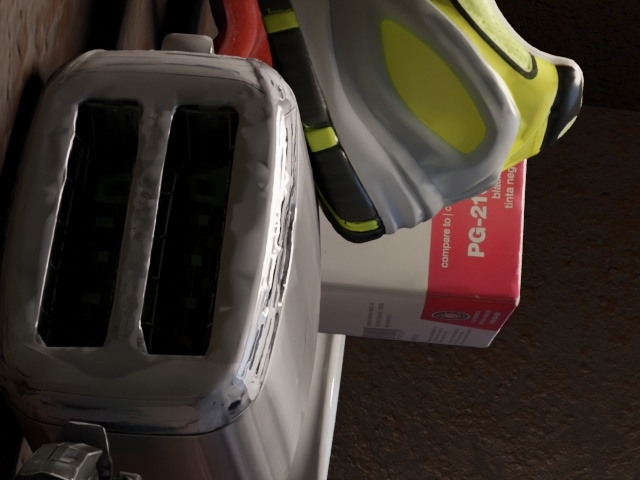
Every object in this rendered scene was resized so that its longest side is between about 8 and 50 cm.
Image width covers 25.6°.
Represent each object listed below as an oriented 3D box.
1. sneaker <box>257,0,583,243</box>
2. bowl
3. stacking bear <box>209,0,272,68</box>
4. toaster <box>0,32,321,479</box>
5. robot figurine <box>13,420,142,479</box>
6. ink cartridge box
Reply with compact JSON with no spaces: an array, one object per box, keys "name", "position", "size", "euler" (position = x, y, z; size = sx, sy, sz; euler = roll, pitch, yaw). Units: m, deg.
[{"name":"sneaker","position":[0.018,-0.192,0.754],"size":[0.145,0.147,0.384],"euler":[85,-12,-78]},{"name":"bowl","position":[-0.050,0.208,1.639],"size":[0.298,0.134,0.298],"euler":[8,90,-87]},{"name":"stacking bear","position":[-0.010,-0.217,0.991],"size":[0.175,0.164,0.289],"euler":[127,-31,-45]},{"name":"toaster","position":[-0.069,0.024,0.614],"size":[0.146,0.129,0.227],"euler":[84,12,-65]},{"name":"robot figurine","position":[-0.114,0.187,0.516],"size":[0.291,0.085,0.211],"euler":[95,3,-64]},{"name":"ink cartridge box","position":[0.000,0.000,0.890],"size":[0.172,0.237,0.100],"euler":[87,8,-77]}]
